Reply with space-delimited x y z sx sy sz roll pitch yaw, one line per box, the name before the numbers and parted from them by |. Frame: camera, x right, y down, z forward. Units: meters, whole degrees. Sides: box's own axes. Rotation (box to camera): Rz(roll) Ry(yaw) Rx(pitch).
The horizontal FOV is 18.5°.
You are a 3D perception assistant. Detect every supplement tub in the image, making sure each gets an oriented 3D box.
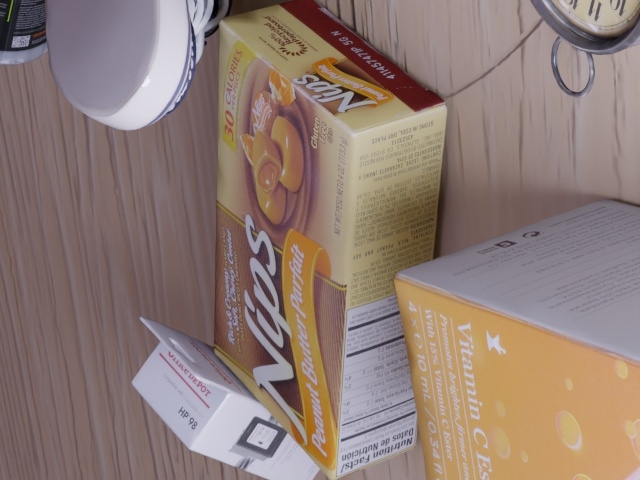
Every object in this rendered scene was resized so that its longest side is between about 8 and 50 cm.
supplement tub | -0.282 -0.259 1.800 0.117 0.117 0.190 60 150 21

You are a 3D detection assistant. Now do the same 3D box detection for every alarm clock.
alarm clock | 0.161 -0.159 1.104 0.129 0.064 0.192 51 144 33

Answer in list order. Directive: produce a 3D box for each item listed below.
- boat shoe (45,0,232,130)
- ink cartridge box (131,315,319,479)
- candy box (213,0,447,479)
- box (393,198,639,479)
boat shoe | -0.119 -0.175 1.456 0.127 0.158 0.340 -48 38 21
ink cartridge box | -0.081 0.135 1.614 0.060 0.180 0.104 -55 45 7
candy box | 0.000 0.000 1.472 0.183 0.087 0.316 44 143 43
box | 0.213 0.125 1.070 0.345 0.168 0.215 19 123 57
